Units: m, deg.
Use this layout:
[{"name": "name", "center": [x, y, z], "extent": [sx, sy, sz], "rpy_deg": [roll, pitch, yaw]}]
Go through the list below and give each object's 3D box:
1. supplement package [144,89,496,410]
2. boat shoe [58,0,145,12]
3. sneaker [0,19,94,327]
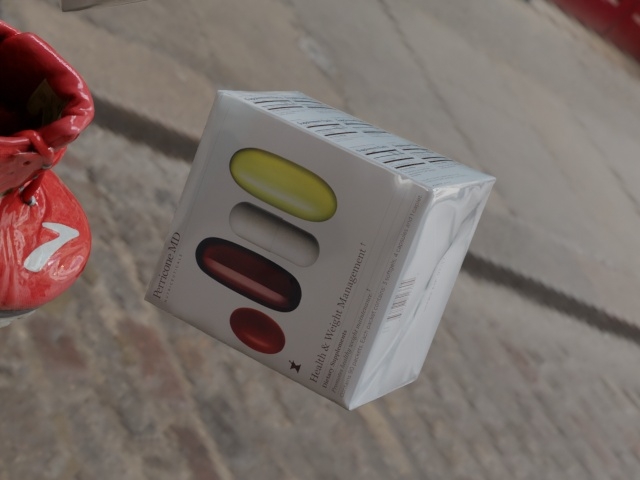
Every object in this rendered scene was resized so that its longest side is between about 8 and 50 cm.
[{"name": "supplement package", "center": [0.000, 0.000, 1.211], "extent": [0.203, 0.194, 0.149], "rpy_deg": [26, 15, 22]}, {"name": "boat shoe", "center": [-0.067, -0.118, 0.515], "extent": [0.184, 0.066, 0.063], "rpy_deg": [-135, -147, -71]}, {"name": "sneaker", "center": [-0.153, -0.038, 0.667], "extent": [0.279, 0.118, 0.107], "rpy_deg": [55, 23, -66]}]
